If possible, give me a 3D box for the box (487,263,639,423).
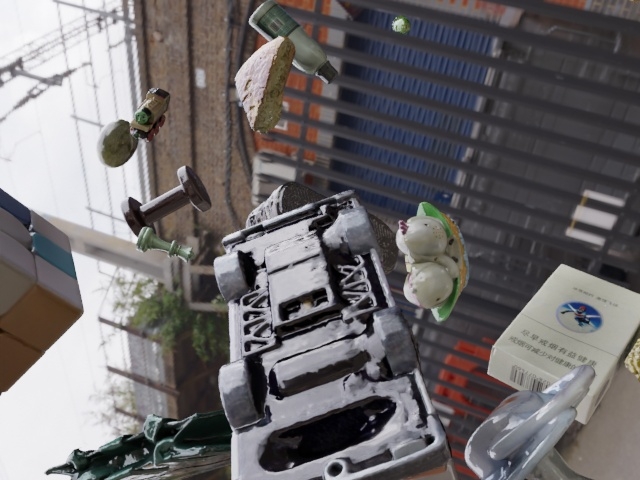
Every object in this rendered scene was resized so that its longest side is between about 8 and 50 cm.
[{"bbox_3d":[0.408,0.156,1.039,0.256,0.164,0.069,-37,-42,-36],"label":"box"}]

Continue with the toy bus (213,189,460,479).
[{"bbox_3d":[0.016,0.158,0.758,0.440,0.209,0.249,-105,-6,-56],"label":"toy bus"}]

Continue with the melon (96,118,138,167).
[{"bbox_3d":[-0.519,-0.247,1.634,0.131,0.098,0.098,-63,-11,8],"label":"melon"}]

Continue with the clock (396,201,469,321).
[{"bbox_3d":[0.211,0.040,1.224,0.144,0.103,0.231,-3,-101,-40],"label":"clock"}]

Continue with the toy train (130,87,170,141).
[{"bbox_3d":[-0.376,-0.276,1.410,0.138,0.050,0.087,-75,5,-55],"label":"toy train"}]

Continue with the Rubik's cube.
[{"bbox_3d":[-0.712,0.084,1.225,0.344,0.346,0.347,-44,-52,0],"label":"Rubik's cube"}]

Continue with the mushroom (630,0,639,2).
[{"bbox_3d":[0.741,-0.564,1.348,0.043,0.068,0.306,-60,2,-1],"label":"mushroom"}]

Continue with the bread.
[{"bbox_3d":[-0.099,-0.259,1.054,0.054,0.136,0.154,13,-80,-39],"label":"bread"}]

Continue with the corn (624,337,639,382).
[{"bbox_3d":[0.727,0.184,1.139,0.120,0.363,0.121,23,-123,-40],"label":"corn"}]

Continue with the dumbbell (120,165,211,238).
[{"bbox_3d":[-0.422,-0.100,1.757,0.225,0.124,0.140,-28,-19,4],"label":"dumbbell"}]

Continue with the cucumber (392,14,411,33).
[{"bbox_3d":[0.160,-0.428,1.271,0.155,0.037,0.037,-71,-6,-70],"label":"cucumber"}]

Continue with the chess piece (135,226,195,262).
[{"bbox_3d":[-0.247,0.011,1.035,0.042,0.093,0.042,-161,90,-84],"label":"chess piece"}]

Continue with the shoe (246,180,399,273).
[{"bbox_3d":[0.000,0.000,1.664,0.237,0.383,0.171,-30,42,54],"label":"shoe"}]

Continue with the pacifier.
[{"bbox_3d":[0.294,0.279,0.777,0.227,0.207,0.279,-52,-21,21],"label":"pacifier"}]

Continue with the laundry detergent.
[{"bbox_3d":[-0.051,-0.441,1.442,0.070,0.225,0.099,-45,8,32],"label":"laundry detergent"}]

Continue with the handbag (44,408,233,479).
[{"bbox_3d":[-0.236,0.329,1.003,0.238,0.326,0.089,19,-128,-58],"label":"handbag"}]
